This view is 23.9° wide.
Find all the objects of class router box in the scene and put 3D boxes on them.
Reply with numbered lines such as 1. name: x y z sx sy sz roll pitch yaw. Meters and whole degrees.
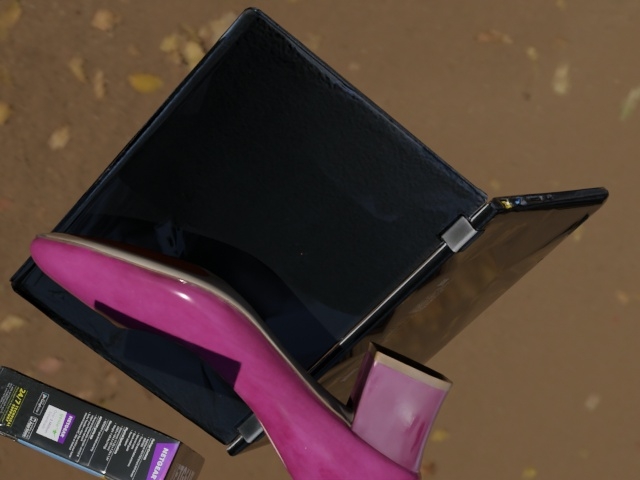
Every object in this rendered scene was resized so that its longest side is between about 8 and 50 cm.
1. router box: -0.158 0.143 1.078 0.179 0.133 0.046 82 31 -78

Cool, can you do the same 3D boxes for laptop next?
1. laptop: 0.000 0.000 1.457 0.382 0.236 0.408 -44 160 28

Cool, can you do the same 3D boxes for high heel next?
1. high heel: -0.089 0.128 1.256 0.377 0.127 0.181 23 93 3
